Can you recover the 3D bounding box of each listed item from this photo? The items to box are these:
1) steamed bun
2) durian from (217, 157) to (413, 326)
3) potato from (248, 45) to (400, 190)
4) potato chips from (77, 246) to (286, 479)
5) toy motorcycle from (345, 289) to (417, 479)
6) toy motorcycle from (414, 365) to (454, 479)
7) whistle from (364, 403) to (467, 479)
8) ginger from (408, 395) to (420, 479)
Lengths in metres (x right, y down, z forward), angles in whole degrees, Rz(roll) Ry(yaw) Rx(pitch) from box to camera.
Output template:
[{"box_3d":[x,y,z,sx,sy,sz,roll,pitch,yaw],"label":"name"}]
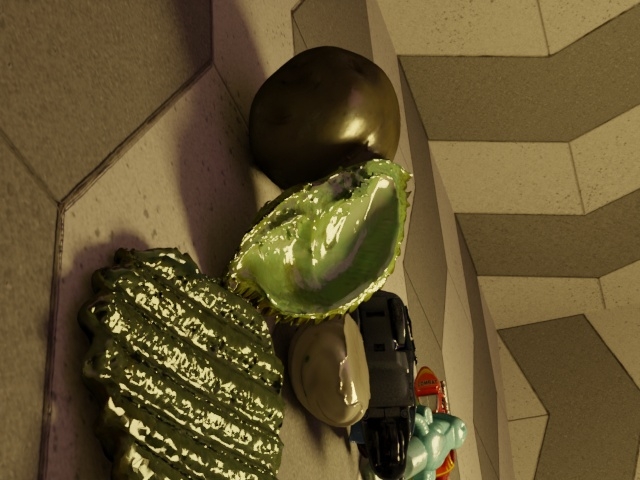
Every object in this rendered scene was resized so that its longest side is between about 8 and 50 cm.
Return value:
[{"box_3d":[0.010,0.195,1.316,0.183,0.106,0.183,-10,90,-79],"label":"steamed bun"},{"box_3d":[0.007,0.008,1.224,0.394,0.198,0.163,-19,62,-44],"label":"durian"},{"box_3d":[0.014,-0.177,1.375,0.243,0.220,0.326,-67,157,-5],"label":"potato"},{"box_3d":[-0.124,0.193,0.935,0.429,0.070,0.359,50,29,-57],"label":"potato chips"},{"box_3d":[0.100,0.249,1.475,0.213,0.125,0.359,93,-5,-57],"label":"toy motorcycle"},{"box_3d":[0.268,0.456,1.992,0.171,0.089,0.298,55,27,-50],"label":"toy motorcycle"},{"box_3d":[0.181,0.394,1.625,0.274,0.093,0.186,-20,110,-44],"label":"whistle"},{"box_3d":[0.171,0.378,1.750,0.137,0.089,0.290,-104,178,-60],"label":"ginger"}]
